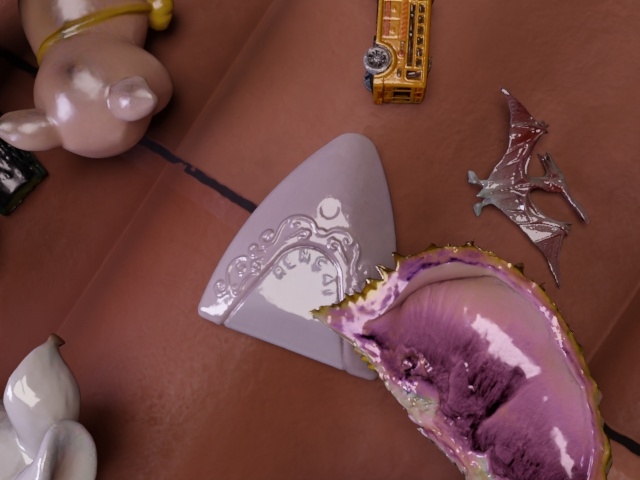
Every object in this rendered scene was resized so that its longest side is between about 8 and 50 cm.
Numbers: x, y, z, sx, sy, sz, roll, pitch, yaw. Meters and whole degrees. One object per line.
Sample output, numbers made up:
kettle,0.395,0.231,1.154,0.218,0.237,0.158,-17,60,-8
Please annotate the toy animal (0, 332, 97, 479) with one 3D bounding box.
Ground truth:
toy animal,-0.358,0.220,0.659,0.310,0.247,0.182,5,47,-5

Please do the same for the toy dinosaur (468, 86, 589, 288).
toy dinosaur,0.214,-0.055,0.730,0.108,0.032,0.220,-13,90,0

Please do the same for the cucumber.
cucumber,-0.405,-0.130,0.788,0.078,0.062,0.211,-41,80,-2

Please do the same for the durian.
durian,0.160,0.136,0.672,0.191,0.112,0.341,-44,92,-19

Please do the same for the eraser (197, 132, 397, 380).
eraser,0.000,0.000,0.727,0.204,0.059,0.243,18,88,8

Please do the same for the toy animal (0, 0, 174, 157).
toy animal,-0.242,-0.208,0.749,0.165,0.149,0.247,-21,67,19

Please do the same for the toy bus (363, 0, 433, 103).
toy bus,0.086,-0.233,0.750,0.074,0.069,0.162,4,83,6
